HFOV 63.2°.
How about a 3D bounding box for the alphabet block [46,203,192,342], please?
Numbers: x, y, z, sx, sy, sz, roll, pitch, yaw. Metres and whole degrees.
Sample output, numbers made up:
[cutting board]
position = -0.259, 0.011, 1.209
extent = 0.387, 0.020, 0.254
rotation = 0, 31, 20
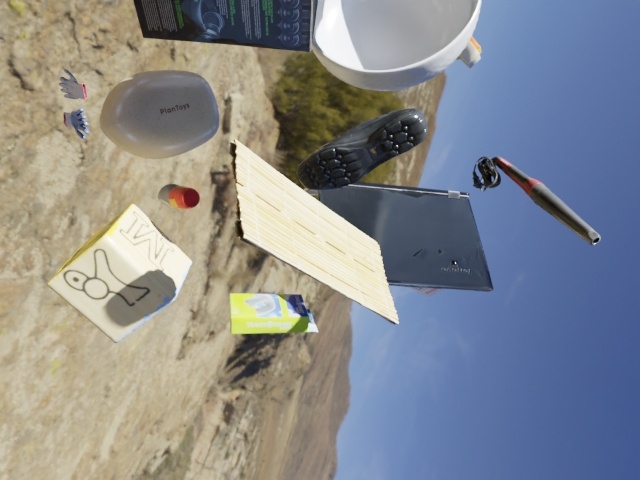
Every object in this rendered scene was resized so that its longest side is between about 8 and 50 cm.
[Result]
[alphabet block]
position = -0.437, 0.070, 1.158
extent = 0.192, 0.197, 0.193
rotation = -36, -160, 13

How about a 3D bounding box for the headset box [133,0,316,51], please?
[headset box]
position = -0.122, -0.431, 0.816
extent = 0.131, 0.283, 0.246
rotation = 95, 1, -55

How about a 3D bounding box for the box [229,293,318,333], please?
[box]
position = -0.100, 0.152, 1.087
extent = 0.109, 0.178, 0.042
rotation = -118, -148, -67

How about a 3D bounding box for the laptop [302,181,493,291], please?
[laptop]
position = 0.161, -0.017, 1.287
extent = 0.408, 0.382, 0.236
rotation = 177, -82, -79

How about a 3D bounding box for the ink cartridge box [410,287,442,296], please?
[ink cartridge box]
position = 0.295, 0.068, 1.552
extent = 0.160, 0.220, 0.092
rotation = -38, -149, 49

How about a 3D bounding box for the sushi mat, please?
[sushi mat]
position = 0.000, 0.000, 0.683
extent = 0.019, 0.317, 0.151
rotation = -30, -131, 27

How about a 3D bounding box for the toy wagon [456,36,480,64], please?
[toy wagon]
position = 0.285, -0.592, 1.351
extent = 0.068, 0.344, 0.267
rotation = -41, 177, 21

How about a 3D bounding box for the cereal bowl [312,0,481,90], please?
[cereal bowl]
position = 0.138, -0.434, 1.024
extent = 0.141, 0.339, 0.338
rotation = 60, 47, -70

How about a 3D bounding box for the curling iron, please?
[curling iron]
position = 0.341, -0.067, 0.840
extent = 0.068, 0.035, 0.274
rotation = -56, -142, 14

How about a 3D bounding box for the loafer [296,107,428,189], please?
[loafer]
position = 0.066, -0.148, 0.845
extent = 0.076, 0.223, 0.078
rotation = 60, 16, -22

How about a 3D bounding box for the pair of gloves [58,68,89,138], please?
[pair of gloves]
position = -0.746, -0.411, 1.571
extent = 0.023, 0.159, 0.198
rotation = -22, 123, -45

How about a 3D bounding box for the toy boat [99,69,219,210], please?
[toy boat]
position = -0.353, -0.220, 1.183
extent = 0.148, 0.268, 0.318
rotation = 8, -69, 54
